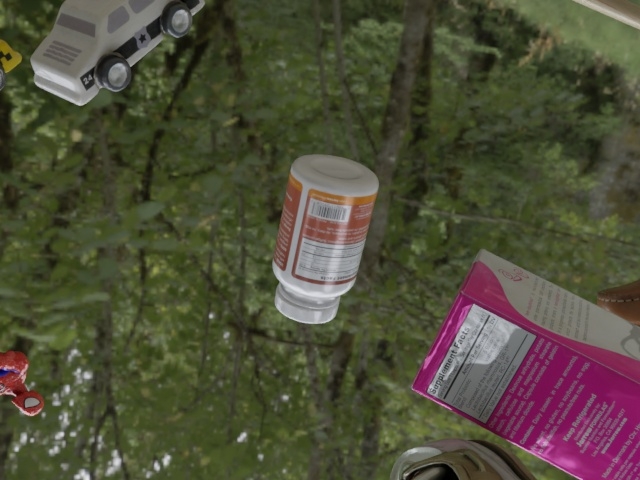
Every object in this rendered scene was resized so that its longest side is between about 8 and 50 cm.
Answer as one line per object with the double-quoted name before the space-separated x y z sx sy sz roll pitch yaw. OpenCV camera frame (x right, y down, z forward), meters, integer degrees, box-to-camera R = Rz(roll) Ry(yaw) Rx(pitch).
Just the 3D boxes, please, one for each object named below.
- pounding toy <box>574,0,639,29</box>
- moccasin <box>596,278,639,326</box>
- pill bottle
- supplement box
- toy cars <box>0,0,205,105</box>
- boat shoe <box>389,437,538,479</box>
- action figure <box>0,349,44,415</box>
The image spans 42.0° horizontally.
"pounding toy" 0.093 -0.177 0.450 0.141 0.100 0.130 4 -172 -36
"moccasin" 0.474 -0.008 0.883 0.380 0.147 0.139 -25 -177 15
"pill bottle" 0.000 0.000 1.150 0.121 0.216 0.121 11 -156 -5
"supplement box" 0.208 0.115 0.728 0.220 0.114 0.111 28 -154 10
"toy cars" -0.314 -0.200 0.855 0.394 0.087 0.176 -17 -133 3
"boat shoe" 0.106 0.212 0.657 0.103 0.113 0.302 17 170 -14
"action figure" -0.430 0.140 0.929 0.280 0.091 0.139 41 -161 -28
